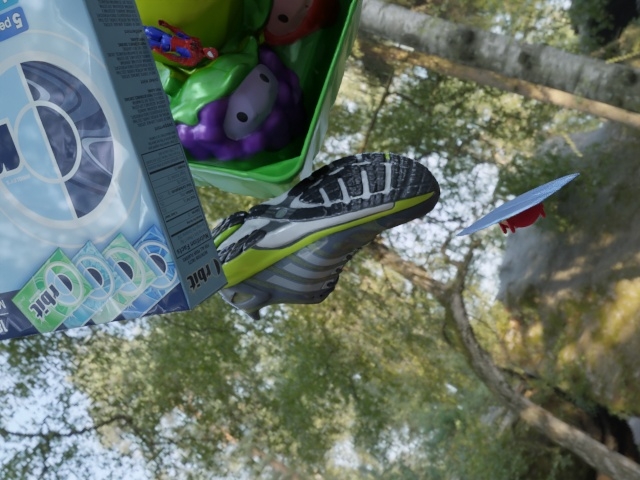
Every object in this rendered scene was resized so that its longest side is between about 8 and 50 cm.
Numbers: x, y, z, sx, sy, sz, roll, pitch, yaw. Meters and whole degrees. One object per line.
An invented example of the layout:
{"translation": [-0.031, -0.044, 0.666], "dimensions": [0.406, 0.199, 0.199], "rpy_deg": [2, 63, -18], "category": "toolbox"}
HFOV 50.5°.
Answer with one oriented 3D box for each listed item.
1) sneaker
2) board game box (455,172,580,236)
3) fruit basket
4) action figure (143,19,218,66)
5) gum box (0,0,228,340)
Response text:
{"translation": [0.000, 0.000, 0.767], "dimensions": [0.121, 0.300, 0.111], "rpy_deg": [52, -152, -33], "category": "sneaker"}
{"translation": [0.255, -0.032, 0.854], "dimensions": [0.168, 0.133, 0.033], "rpy_deg": [-30, -88, -38], "category": "board game box"}
{"translation": [-0.111, -0.258, 0.791], "dimensions": [0.392, 0.283, 0.392], "rpy_deg": [12, -90, -75], "category": "fruit basket"}
{"translation": [-0.160, -0.201, 0.685], "dimensions": [0.030, 0.115, 0.038], "rpy_deg": [132, 147, -64], "category": "action figure"}
{"translation": [-0.147, -0.045, 0.345], "dimensions": [0.041, 0.157, 0.184], "rpy_deg": [-38, -66, -62], "category": "gum box"}
